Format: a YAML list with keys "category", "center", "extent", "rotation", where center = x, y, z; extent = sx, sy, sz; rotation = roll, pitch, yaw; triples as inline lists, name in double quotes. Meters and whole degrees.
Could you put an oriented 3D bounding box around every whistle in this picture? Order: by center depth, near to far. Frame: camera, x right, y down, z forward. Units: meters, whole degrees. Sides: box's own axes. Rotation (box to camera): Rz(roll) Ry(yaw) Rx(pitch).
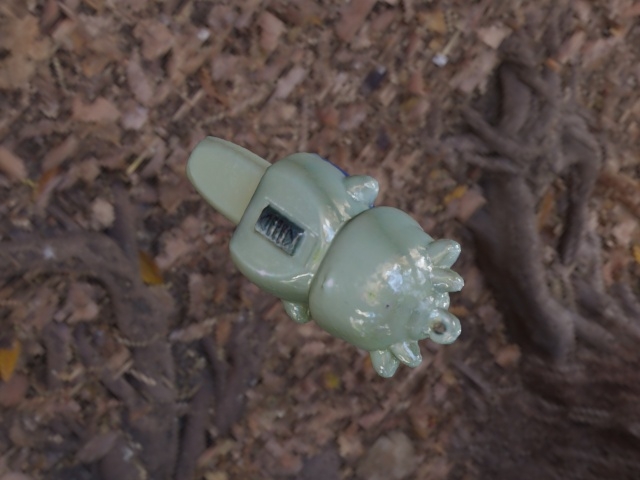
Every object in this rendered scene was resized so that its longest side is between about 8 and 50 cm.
- category: "whistle"
  center: [0.000, 0.000, 0.814]
  extent: [0.092, 0.244, 0.110]
  rotation: [7, 113, -55]
